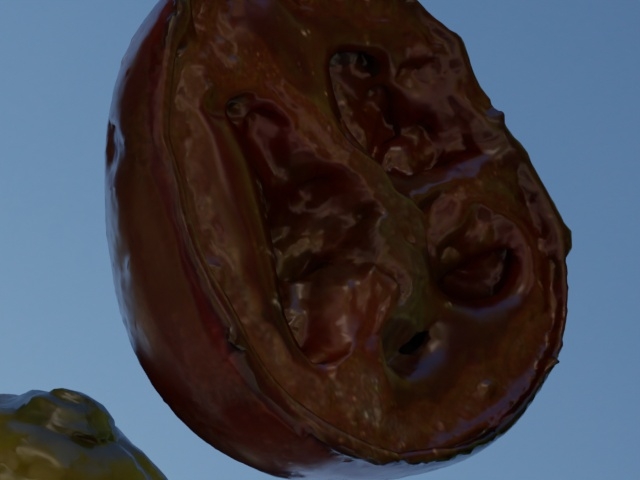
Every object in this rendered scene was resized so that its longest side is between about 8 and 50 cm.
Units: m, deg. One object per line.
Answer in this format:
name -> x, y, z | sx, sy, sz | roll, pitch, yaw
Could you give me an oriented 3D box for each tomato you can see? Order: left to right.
tomato -> -0.002, 0.003, 0.702 | 0.101, 0.228, 0.228 | -32, -103, 44

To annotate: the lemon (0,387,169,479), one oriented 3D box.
lemon -> -0.194, 0.261, 0.938 | 0.349, 0.350, 0.387 | 25, -87, 26
